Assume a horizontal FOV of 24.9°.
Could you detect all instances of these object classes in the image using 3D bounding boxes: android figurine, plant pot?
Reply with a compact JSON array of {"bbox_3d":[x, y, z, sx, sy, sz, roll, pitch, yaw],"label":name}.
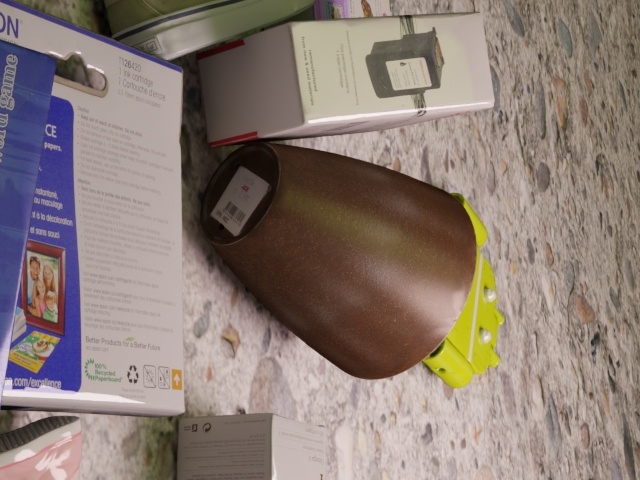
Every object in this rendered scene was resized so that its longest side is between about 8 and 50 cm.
[{"bbox_3d":[0.171,0.069,1.863,0.273,0.056,0.248,49,42,-44],"label":"android figurine"},{"bbox_3d":[0.000,0.000,1.426,0.230,0.215,0.215,29,57,-40],"label":"plant pot"}]

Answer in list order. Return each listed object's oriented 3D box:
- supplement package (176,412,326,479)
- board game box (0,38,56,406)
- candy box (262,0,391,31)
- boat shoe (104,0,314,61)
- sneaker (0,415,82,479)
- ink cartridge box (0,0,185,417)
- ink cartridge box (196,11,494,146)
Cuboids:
[{"bbox_3d":[-0.063,0.254,1.316,0.105,0.105,0.179,25,62,-59],"label":"supplement package"},{"bbox_3d":[-0.314,0.010,0.817,0.318,0.066,0.318,13,83,-48],"label":"board game box"},{"bbox_3d":[0.012,-0.238,1.618,0.196,0.070,0.164,4,79,-61],"label":"candy box"},{"bbox_3d":[-0.096,-0.239,1.380,0.302,0.109,0.094,-35,110,-57],"label":"boat shoe"},{"bbox_3d":[-0.227,0.179,1.082,0.134,0.051,0.070,-14,105,-56],"label":"sneaker"},{"bbox_3d":[-0.214,-0.018,1.145,0.303,0.072,0.307,15,68,-59],"label":"ink cartridge box"},{"bbox_3d":[0.026,-0.158,1.422,0.237,0.172,0.100,-9,91,-35],"label":"ink cartridge box"}]
